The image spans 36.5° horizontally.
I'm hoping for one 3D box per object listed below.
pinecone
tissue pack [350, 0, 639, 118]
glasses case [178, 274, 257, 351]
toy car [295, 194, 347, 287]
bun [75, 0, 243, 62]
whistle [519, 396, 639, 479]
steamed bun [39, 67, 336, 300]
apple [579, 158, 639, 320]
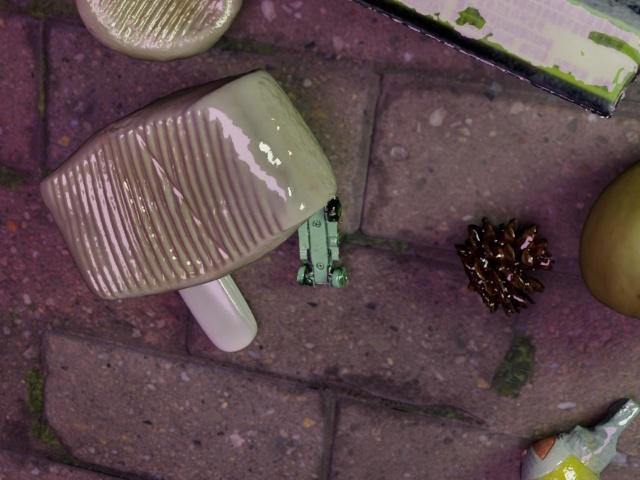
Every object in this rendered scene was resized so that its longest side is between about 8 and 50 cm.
[{"bbox_3d":[0.246,0.029,1.292,0.120,0.140,0.140,-24,102,1],"label":"pinecone"},{"bbox_3d":[0.178,-0.298,1.105,0.394,0.288,0.124,25,117,4],"label":"tissue pack"},{"bbox_3d":[-0.165,0.079,1.456,0.074,0.049,0.193,-28,99,21],"label":"glasses case"},{"bbox_3d":[0.000,0.000,1.384,0.073,0.054,0.143,1,113,16],"label":"toy car"},{"bbox_3d":[-0.208,-0.342,1.272,0.231,0.133,0.231,-3,105,-11],"label":"bun"},{"bbox_3d":[0.360,0.301,1.373,0.123,0.123,0.223,39,100,-1],"label":"whistle"},{"bbox_3d":[-0.161,-0.079,1.301,0.383,0.236,0.247,-23,100,30],"label":"steamed bun"},{"bbox_3d":[0.454,0.016,1.171,0.262,0.262,0.262,5,110,13],"label":"apple"}]
